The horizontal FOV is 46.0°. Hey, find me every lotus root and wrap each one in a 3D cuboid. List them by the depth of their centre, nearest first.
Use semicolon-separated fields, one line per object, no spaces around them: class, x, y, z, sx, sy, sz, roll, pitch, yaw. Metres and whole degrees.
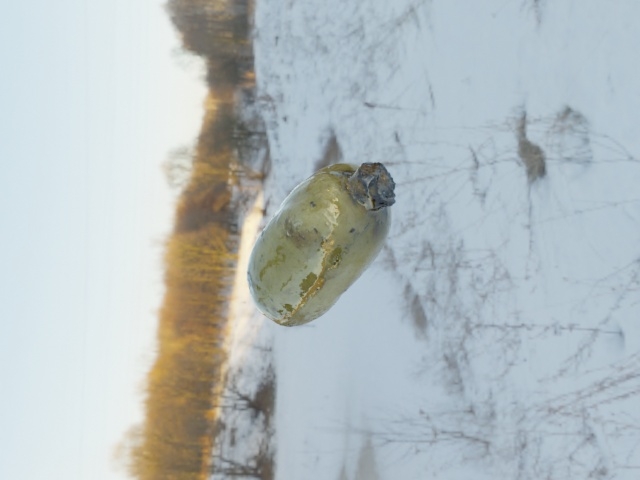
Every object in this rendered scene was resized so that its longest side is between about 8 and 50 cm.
lotus root;0.000;0.000;0.980;0.284;0.146;0.160;-47;19;40
